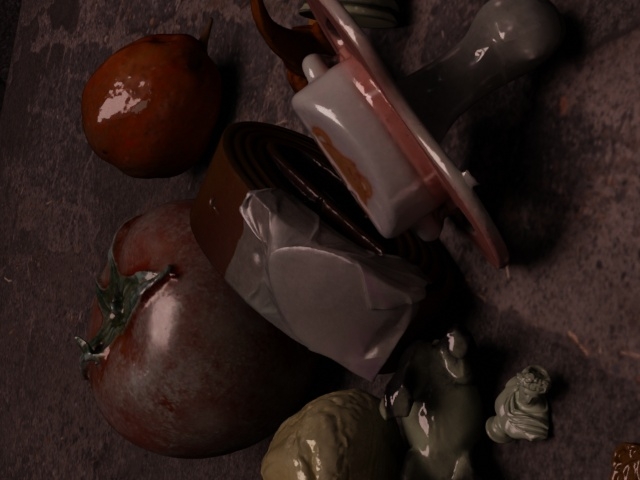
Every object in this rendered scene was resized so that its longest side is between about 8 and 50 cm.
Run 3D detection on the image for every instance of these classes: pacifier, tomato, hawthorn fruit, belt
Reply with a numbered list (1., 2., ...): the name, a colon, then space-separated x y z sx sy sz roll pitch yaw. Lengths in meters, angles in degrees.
1. pacifier: 0.098 -0.124 1.139 0.273 0.220 0.332 -34 92 38
2. tomato: -0.146 0.107 1.442 0.317 0.283 0.316 -34 50 53
3. hawthorn fruit: -0.240 -0.224 1.805 0.262 0.211 0.210 -53 37 20
4. belt: 0.000 0.000 1.275 0.338 0.217 0.122 46 122 37

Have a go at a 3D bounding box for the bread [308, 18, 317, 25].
1. bread: 0.020 -0.307 1.511 0.103 0.049 0.062 -48 43 41

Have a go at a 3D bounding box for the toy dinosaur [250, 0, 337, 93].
1. toy dinosaur: 0.007 -0.190 1.356 0.097 0.208 0.432 -38 -5 2

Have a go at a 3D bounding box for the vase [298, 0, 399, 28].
1. vase: 0.051 -0.414 1.392 0.173 0.173 0.321 14 101 61

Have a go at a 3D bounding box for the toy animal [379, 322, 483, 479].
1. toy animal: 0.111 0.195 1.145 0.121 0.094 0.225 33 -128 -77

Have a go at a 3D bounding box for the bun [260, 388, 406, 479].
1. bun: 0.012 0.256 1.177 0.134 0.220 0.220 -9 70 21

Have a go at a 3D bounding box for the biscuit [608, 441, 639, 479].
1. biscuit: 0.278 0.185 0.935 0.175 0.026 0.124 -59 35 33

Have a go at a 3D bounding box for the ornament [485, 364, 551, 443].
1. ornament: 0.185 0.150 1.095 0.068 0.041 0.092 -129 45 -60
